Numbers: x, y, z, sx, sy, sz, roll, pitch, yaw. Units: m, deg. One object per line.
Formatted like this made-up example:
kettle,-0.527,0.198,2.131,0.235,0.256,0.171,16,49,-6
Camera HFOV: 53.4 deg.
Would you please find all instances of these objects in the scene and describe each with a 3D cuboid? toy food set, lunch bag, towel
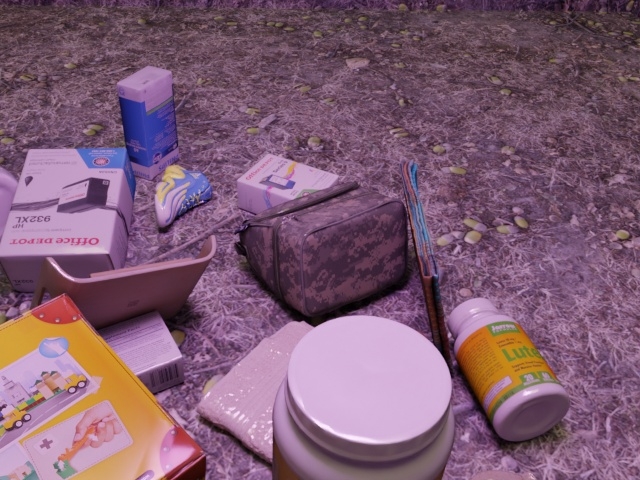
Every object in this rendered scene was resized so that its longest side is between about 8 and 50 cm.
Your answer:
toy food set,-0.356,0.076,1.161,0.306,0.220,0.092,-11,62,-39
lunch bag,0.000,0.000,1.366,0.305,0.213,0.256,-22,28,-30
towel,0.213,0.043,1.269,0.040,0.272,0.370,-11,38,8
towel,-0.059,0.259,1.144,0.187,0.049,0.282,25,43,26

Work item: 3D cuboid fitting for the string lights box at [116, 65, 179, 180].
string lights box,-0.444,-0.304,1.660,0.076,0.260,0.133,19,40,17

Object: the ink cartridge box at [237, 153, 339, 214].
ink cartridge box,-0.081,-0.121,1.593,0.212,0.093,0.154,19,41,22

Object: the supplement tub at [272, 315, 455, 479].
supplement tub,0.052,0.292,0.880,0.240,0.331,0.241,2,38,-2

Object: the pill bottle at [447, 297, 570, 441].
pill bottle,0.325,0.222,1.150,0.136,0.136,0.246,-7,39,-14

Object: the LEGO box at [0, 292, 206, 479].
LEGO box,-0.462,0.349,0.848,0.500,0.193,0.372,-30,56,-36

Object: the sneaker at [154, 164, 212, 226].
sneaker,-0.334,-0.116,1.567,0.126,0.091,0.240,1,37,-4

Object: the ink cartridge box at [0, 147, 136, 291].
ink cartridge box,-0.538,-0.051,1.383,0.223,0.129,0.308,-1,51,-5

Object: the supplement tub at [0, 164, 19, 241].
supplement tub,-0.851,-0.135,1.456,0.338,0.207,0.207,32,46,31

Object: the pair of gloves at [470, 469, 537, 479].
pair of gloves,0.279,0.452,0.931,0.204,0.042,0.240,-9,38,-11

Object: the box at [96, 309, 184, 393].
box,-0.332,0.212,1.162,0.126,0.072,0.137,-18,44,-25

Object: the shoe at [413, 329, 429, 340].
shoe,0.182,0.250,1.152,0.058,0.077,0.219,-1,40,-12
